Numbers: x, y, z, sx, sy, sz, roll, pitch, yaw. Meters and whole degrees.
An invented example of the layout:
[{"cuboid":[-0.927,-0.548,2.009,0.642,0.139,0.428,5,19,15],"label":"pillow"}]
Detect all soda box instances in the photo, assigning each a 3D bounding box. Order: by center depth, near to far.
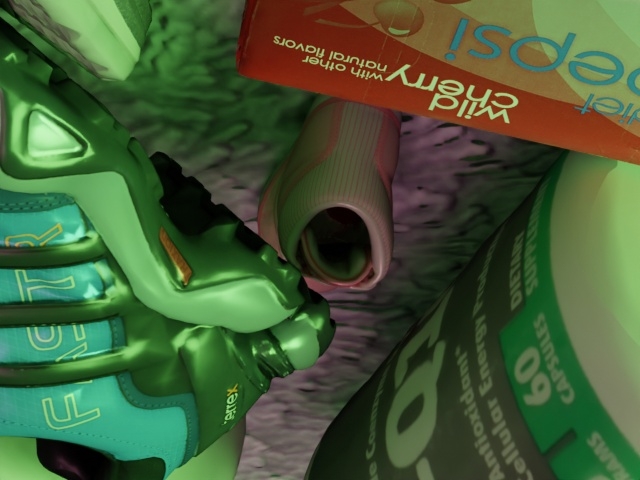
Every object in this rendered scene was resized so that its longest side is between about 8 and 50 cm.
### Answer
[{"cuboid":[0.111,-0.080,0.558,0.263,0.092,0.083,13,146,-5],"label":"soda box"}]

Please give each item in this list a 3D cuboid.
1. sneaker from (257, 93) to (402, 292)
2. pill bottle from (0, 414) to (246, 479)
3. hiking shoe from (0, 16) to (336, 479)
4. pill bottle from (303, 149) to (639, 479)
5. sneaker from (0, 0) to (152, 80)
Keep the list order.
[{"cuboid":[0.000,0.000,0.716,0.051,0.070,0.134,12,146,-7],"label":"sneaker"},{"cuboid":[-0.185,0.121,0.835,0.176,0.176,0.318,26,142,-22],"label":"pill bottle"},{"cuboid":[-0.118,0.002,0.576,0.304,0.132,0.113,41,179,-40],"label":"hiking shoe"},{"cuboid":[0.111,0.105,0.720,0.204,0.204,0.361,18,143,-13],"label":"pill bottle"},{"cuboid":[-0.049,-0.153,0.472,0.124,0.180,0.321,38,174,-7],"label":"sneaker"}]
